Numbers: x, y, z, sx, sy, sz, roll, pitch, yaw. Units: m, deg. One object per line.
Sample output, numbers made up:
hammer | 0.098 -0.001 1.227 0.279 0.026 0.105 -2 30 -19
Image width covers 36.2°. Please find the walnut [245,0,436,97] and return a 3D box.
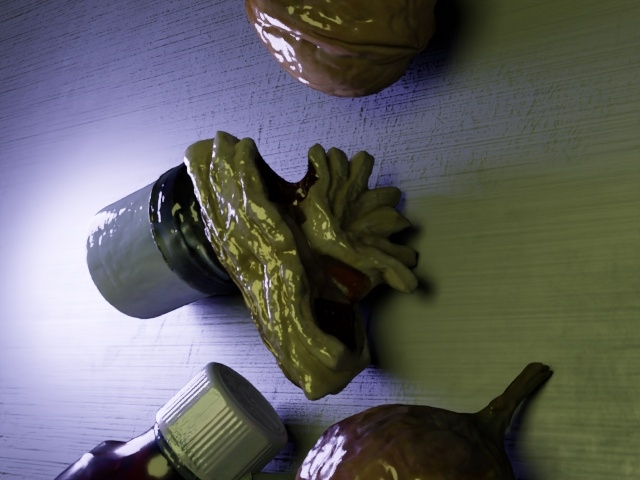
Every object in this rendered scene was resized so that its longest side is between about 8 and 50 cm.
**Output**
walnut | 0.037 -0.362 1.488 0.313 0.252 0.277 39 98 34

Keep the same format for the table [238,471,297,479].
table | -0.052 0.442 1.301 0.111 0.122 0.240 -44 46 40

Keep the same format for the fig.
fig | 0.161 0.281 1.153 0.369 0.286 0.286 -37 43 -18

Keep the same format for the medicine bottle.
medicine bottle | -0.237 0.362 1.411 0.395 0.242 0.242 -45 48 10

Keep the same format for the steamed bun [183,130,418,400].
steamed bun | 0.000 0.000 1.395 0.189 0.247 0.428 -43 63 36

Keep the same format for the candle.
candle | -0.246 0.009 1.592 0.343 0.221 0.221 -24 57 35
